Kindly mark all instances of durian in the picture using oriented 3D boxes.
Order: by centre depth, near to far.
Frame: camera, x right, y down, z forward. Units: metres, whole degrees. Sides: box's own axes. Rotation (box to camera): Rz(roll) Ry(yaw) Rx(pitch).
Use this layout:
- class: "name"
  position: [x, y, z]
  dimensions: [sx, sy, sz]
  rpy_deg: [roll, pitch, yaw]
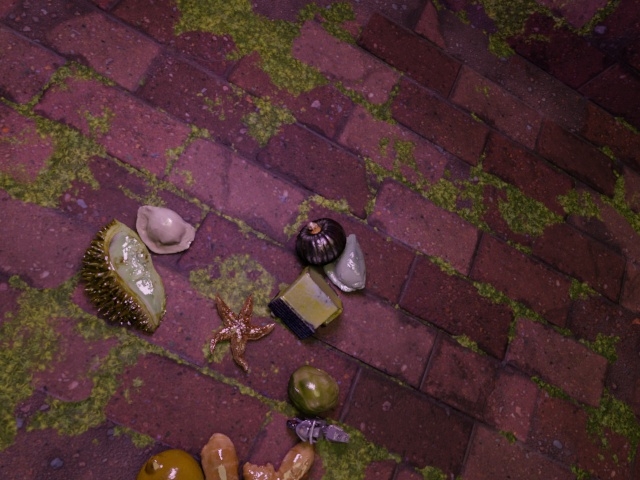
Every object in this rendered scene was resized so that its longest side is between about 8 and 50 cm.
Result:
- class: "durian"
  position: [-0.639, 0.127, 1.354]
  dimensions: [0.394, 0.163, 0.198]
  rpy_deg: [59, 30, 0]

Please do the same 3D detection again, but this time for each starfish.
- class: "starfish"
  position: [-0.272, 0.296, 1.415]
  dimensions: [0.235, 0.062, 0.277]
  rpy_deg: [-20, 80, -21]

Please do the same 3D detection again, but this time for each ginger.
- class: "ginger"
  position: [-0.202, 0.787, 1.276]
  dimensions: [0.363, 0.122, 0.348]
  rpy_deg: [15, 63, -22]

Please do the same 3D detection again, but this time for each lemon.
- class: "lemon"
  position: [-0.426, 0.715, 1.199]
  dimensions: [0.184, 0.184, 0.249]
  rpy_deg: [-29, 102, -21]

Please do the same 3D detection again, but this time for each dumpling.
- class: "dumpling"
  position: [-0.531, -0.031, 1.407]
  dimensions: [0.181, 0.111, 0.155]
  rpy_deg: [22, 91, 14]
- class: "dumpling"
  position: [0.095, 0.082, 1.552]
  dimensions: [0.149, 0.105, 0.217]
  rpy_deg: [2, 76, -16]

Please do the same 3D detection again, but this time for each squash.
- class: "squash"
  position: [0.002, 0.004, 1.509]
  dimensions: [0.193, 0.193, 0.156]
  rpy_deg: [-5, 118, -17]

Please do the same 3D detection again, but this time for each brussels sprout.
- class: "brussels sprout"
  position: [-0.023, 0.505, 1.394]
  dimensions: [0.183, 0.145, 0.131]
  rpy_deg: [32, 96, 0]

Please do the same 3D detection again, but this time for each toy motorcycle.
- class: "toy motorcycle"
  position: [-0.003, 0.623, 1.373]
  dimensions: [0.215, 0.122, 0.080]
  rpy_deg: [17, 76, -11]

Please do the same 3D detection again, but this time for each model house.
- class: "model house"
  position: [-0.054, 0.230, 1.476]
  dimensions: [0.211, 0.170, 0.194]
  rpy_deg: [-42, 97, 7]
